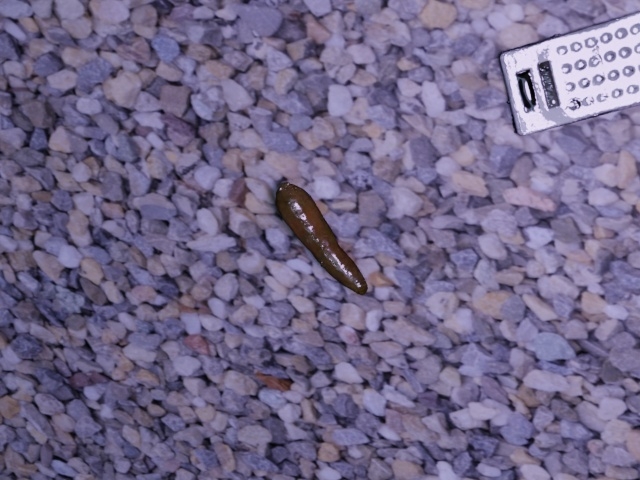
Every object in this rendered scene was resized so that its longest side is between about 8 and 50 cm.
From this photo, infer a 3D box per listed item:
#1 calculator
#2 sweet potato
[{"bbox_3d":[0.457,-0.292,1.248,0.261,0.021,0.161,-15,101,16],"label":"calculator"},{"bbox_3d":[0.000,0.000,1.405,0.075,0.075,0.273,-33,98,19],"label":"sweet potato"}]
